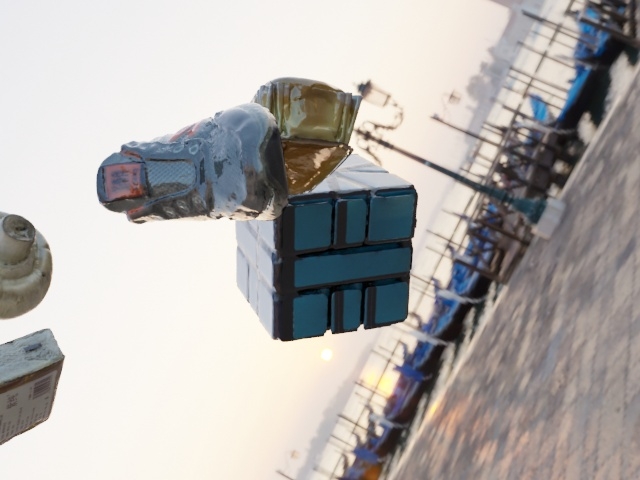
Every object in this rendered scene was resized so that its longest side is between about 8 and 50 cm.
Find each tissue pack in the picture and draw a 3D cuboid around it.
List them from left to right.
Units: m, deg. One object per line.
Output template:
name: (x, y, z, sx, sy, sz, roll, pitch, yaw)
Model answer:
tissue pack: (-0.561, 0.276, 1.285, 0.183, 0.092, 0.226, -20, -27, -41)

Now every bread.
bread: (-0.043, -0.142, 1.016, 0.241, 0.136, 0.106, 142, 131, -69)

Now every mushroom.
mushroom: (-0.697, 0.035, 1.561, 0.234, 0.260, 0.254, -53, -2, 38)

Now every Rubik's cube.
Rubik's cube: (0.000, 0.000, 1.399, 0.293, 0.289, 0.283, -143, 51, -60)

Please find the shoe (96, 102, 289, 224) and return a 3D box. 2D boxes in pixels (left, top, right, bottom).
shoe: (-0.166, -0.076, 0.825, 0.336, 0.171, 0.132, 0, 99, 62)
